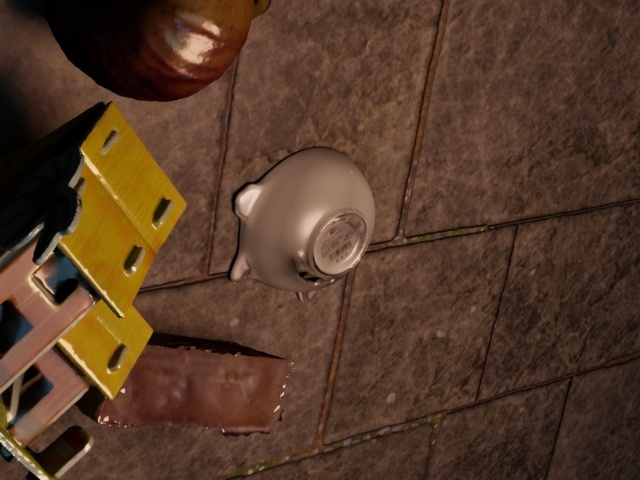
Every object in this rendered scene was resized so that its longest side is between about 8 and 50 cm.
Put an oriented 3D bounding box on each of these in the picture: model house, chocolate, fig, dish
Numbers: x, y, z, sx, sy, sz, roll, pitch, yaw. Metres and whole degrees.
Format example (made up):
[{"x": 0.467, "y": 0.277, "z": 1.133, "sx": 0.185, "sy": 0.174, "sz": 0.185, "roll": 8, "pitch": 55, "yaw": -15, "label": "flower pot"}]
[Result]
[{"x": -0.242, "y": 0.053, "z": 1.249, "sx": 0.323, "sy": 0.340, "sz": 0.300, "roll": -45, "pitch": 121, "yaw": -13, "label": "model house"}, {"x": -0.175, "y": 0.167, "z": 1.546, "sx": 0.321, "sy": 0.112, "sz": 0.111, "roll": 12, "pitch": 96, "yaw": -52, "label": "chocolate"}, {"x": -0.129, "y": -0.253, "z": 1.323, "sx": 0.321, "sy": 0.217, "sz": 0.216, "roll": -12, "pitch": 123, "yaw": -58, "label": "fig"}, {"x": 0.000, "y": 0.000, "z": 1.645, "sx": 0.236, "sy": 0.086, "sz": 0.227, "roll": -11, "pitch": 121, "yaw": -37, "label": "dish"}]
